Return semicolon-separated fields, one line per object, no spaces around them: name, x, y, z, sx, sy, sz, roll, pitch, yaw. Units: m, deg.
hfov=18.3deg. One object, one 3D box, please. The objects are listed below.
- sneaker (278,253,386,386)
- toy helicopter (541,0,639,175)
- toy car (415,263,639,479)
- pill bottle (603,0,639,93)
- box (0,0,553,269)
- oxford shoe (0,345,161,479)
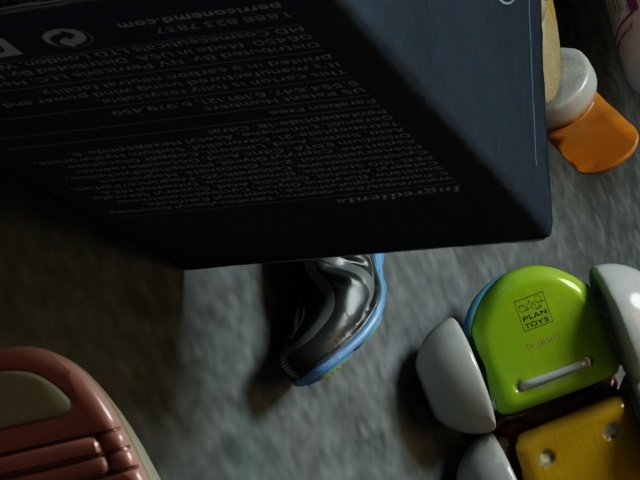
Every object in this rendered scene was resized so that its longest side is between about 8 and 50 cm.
sneaker;0.000;0.000;1.138;0.078;0.067;0.188;28;57;-26
toy helicopter;0.138;-0.180;1.340;0.235;0.140;0.355;62;23;-14
toy car;0.149;0.096;1.275;0.136;0.159;0.182;-115;-176;-76
pill bottle;0.266;-0.265;1.437;0.169;0.169;0.301;17;56;-54
box;-0.040;-0.175;0.889;0.395;0.212;0.293;36;51;-66
oxford shoe;-0.087;0.229;0.885;0.146;0.140;0.397;-48;127;-74
